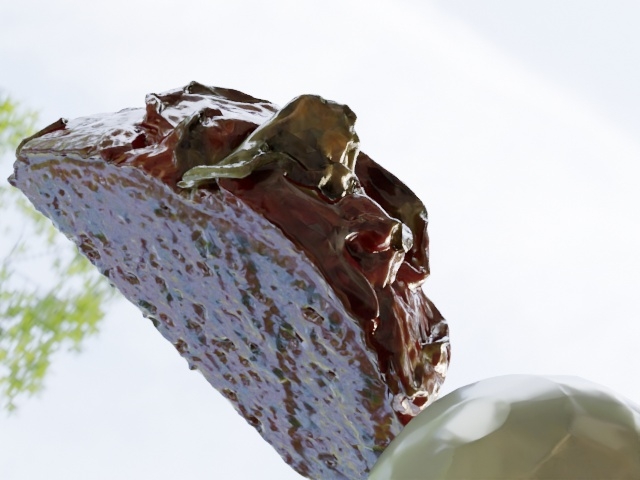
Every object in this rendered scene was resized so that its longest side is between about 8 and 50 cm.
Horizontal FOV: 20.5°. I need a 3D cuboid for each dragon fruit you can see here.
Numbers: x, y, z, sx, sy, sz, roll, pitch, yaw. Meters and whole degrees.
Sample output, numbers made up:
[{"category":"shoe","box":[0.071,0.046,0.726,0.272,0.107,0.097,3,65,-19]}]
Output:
[{"category":"dragon fruit","box":[0.000,0.000,1.014,0.317,0.205,0.152,47,-118,-6]}]

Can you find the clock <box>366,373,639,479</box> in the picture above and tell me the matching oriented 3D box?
[{"category":"clock","box":[0.138,0.229,0.770,0.184,0.342,0.326,-20,-109,7]}]
